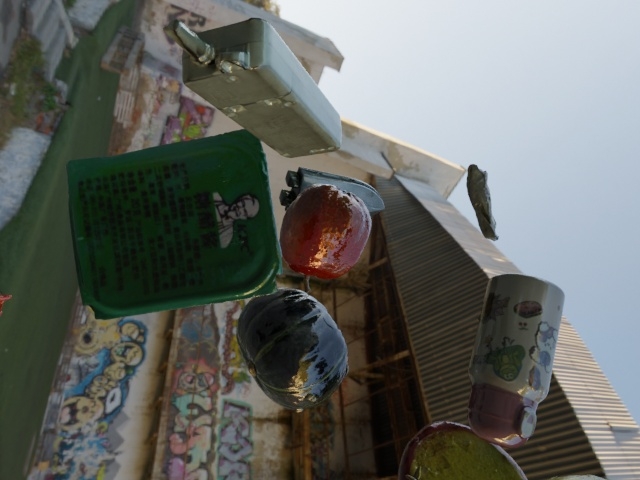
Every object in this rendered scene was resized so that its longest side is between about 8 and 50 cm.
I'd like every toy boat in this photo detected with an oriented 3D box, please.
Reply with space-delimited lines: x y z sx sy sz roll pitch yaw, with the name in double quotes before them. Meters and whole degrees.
"toy boat" 0.046 -0.122 1.277 0.092 0.319 0.141 -112 -143 -51

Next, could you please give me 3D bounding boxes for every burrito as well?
"burrito" 0.451 -0.105 1.225 0.058 0.063 0.229 116 -34 -68

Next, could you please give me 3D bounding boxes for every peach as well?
"peach" 0.410 0.731 1.251 0.406 0.335 0.310 38 -24 32

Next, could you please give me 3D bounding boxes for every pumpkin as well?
"pumpkin" -0.076 0.271 1.132 0.323 0.241 0.323 51 -19 25

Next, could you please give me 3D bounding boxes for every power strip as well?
"power strip" -0.060 -0.159 0.480 0.093 0.288 0.053 -3 -99 20

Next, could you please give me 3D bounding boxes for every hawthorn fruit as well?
"hawthorn fruit" 0.000 0.000 0.996 0.253 0.205 0.205 -66 -155 7

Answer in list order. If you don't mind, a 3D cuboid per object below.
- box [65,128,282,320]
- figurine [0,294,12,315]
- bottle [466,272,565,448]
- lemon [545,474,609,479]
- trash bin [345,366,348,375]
"box" -0.232 -0.022 0.738 0.106 0.336 0.264 7 74 -85
"figurine" -0.687 0.143 0.787 0.208 0.181 0.257 -46 -138 23
"bottle" 0.296 0.185 0.686 0.120 0.120 0.253 -20 -133 62
"lemon" 0.466 0.555 0.777 0.284 0.260 0.260 -29 -128 41
"trash bin" -0.029 0.446 1.612 0.182 0.290 0.209 -43 -116 10
